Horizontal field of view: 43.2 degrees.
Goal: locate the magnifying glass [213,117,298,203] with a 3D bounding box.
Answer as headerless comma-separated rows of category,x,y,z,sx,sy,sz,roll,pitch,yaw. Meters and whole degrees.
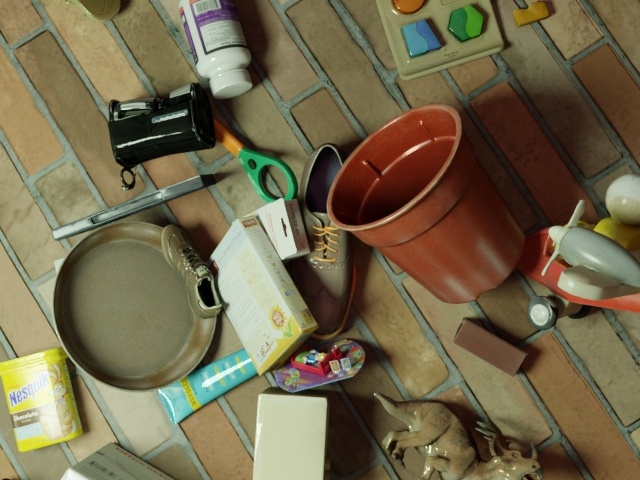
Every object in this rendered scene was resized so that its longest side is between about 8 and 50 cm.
magnifying glass,-0.133,-0.153,1.542,0.231,0.026,0.092,41,130,12

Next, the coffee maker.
coffee maker,-0.292,-0.197,1.520,0.178,0.120,0.171,-9,101,15

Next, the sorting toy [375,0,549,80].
sorting toy,0.270,-0.457,1.557,0.307,0.041,0.229,-17,84,1

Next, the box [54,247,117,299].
box,-0.429,0.076,1.520,0.101,0.087,0.102,-14,85,2

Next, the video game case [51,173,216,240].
video game case,-0.332,-0.064,1.475,0.274,0.196,0.026,-21,95,1

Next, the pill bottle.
pill bottle,-0.195,-0.374,1.541,0.108,0.108,0.193,-17,84,1

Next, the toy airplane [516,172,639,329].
toy airplane,0.533,0.027,1.325,0.384,0.386,0.272,-1,97,2

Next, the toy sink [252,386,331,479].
toy sink,-0.046,0.387,1.439,0.131,0.153,0.234,3,84,3

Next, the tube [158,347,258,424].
tube,-0.203,0.263,1.515,0.207,0.052,0.080,-28,72,6

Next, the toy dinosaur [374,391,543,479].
toy dinosaur,0.234,0.359,1.448,0.200,0.127,0.295,-41,72,-9

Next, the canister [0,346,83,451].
canister,-0.523,0.297,1.513,0.126,0.073,0.170,-15,85,2

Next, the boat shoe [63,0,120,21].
boat shoe,-0.489,-0.545,1.593,0.104,0.089,0.285,-29,86,-26

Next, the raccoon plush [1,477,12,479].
raccoon plush,-0.683,0.614,1.436,0.299,0.216,0.446,-8,84,10

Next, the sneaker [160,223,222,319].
sneaker,-0.228,0.052,1.483,0.066,0.071,0.188,-27,94,-38

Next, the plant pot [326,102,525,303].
plant pot,0.198,-0.046,1.388,0.272,0.272,0.265,-47,119,-2

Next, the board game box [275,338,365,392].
board game box,-0.005,0.211,1.463,0.169,0.133,0.033,-15,114,2

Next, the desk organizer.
desk organizer,0.310,0.197,1.491,0.130,0.047,0.050,30,89,5

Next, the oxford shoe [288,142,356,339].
oxford shoe,0.000,0.000,1.482,0.130,0.133,0.363,-1,85,3

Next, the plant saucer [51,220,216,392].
plant saucer,-0.336,0.120,1.462,0.310,0.050,0.310,11,70,-32

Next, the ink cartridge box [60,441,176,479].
ink cartridge box,-0.370,0.484,1.406,0.171,0.233,0.168,30,89,5

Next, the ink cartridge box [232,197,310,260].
ink cartridge box,-0.082,-0.010,1.466,0.061,0.181,0.104,-11,83,-37

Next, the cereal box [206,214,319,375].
cereal box,-0.113,0.099,1.447,0.047,0.173,0.240,-14,66,-40
